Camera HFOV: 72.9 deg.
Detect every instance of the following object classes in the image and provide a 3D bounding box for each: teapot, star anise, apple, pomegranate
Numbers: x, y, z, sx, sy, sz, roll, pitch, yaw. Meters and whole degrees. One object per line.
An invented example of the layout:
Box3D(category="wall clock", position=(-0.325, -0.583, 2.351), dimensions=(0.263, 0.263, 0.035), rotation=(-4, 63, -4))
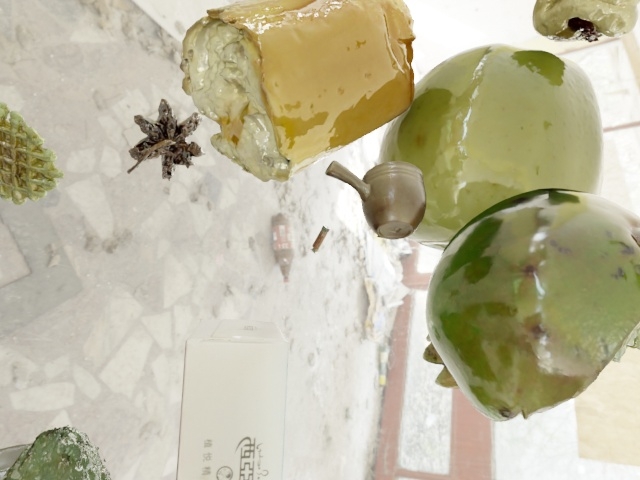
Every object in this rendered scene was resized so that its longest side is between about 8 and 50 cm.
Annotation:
Box3D(category="teapot", position=(0.053, -0.045, 0.453), dimensions=(0.110, 0.085, 0.080), rotation=(13, 59, -19))
Box3D(category="star anise", position=(-0.412, -0.268, 1.188), dimensions=(0.190, 0.126, 0.220), rotation=(4, 109, -33))
Box3D(category="apple", position=(0.345, -0.169, 0.911), dimensions=(0.473, 0.473, 0.474), rotation=(22, 64, -60))
Box3D(category="pomegranate", position=(0.243, 0.073, 0.557), dimensions=(0.309, 0.358, 0.216), rotation=(-23, 74, -36))

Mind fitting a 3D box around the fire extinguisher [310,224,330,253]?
Box3D(category="fire extinguisher", position=(0.000, 0.000, 1.137), dimensions=(0.028, 0.022, 0.083), rotation=(19, 109, -31))

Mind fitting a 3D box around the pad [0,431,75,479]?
Box3D(category="pad", position=(-0.463, 0.420, 0.667), dimensions=(0.174, 0.022, 0.233), rotation=(-1, 39, -30))

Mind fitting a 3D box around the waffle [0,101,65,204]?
Box3D(category="waffle", position=(-0.575, -0.154, 0.798), dimensions=(0.183, 0.169, 0.036), rotation=(57, 19, -27))

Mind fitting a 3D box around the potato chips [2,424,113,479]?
Box3D(category="potato chips", position=(-0.277, 0.263, 0.401), dimensions=(0.228, 0.059, 0.167), rotation=(-2, 94, -66))

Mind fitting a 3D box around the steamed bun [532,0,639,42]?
Box3D(category="steamed bun", position=(0.477, -0.415, 0.739), dimensions=(0.155, 0.140, 0.172), rotation=(-119, -146, -46))

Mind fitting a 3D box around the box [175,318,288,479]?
Box3D(category="box", position=(-0.106, 0.243, 0.527), dimensions=(0.203, 0.116, 0.274), rotation=(154, -61, -78))

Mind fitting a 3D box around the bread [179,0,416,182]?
Box3D(category="bread", position=(-0.036, -0.326, 0.779), dimensions=(0.394, 0.361, 0.250), rotation=(-32, 135, -18))
